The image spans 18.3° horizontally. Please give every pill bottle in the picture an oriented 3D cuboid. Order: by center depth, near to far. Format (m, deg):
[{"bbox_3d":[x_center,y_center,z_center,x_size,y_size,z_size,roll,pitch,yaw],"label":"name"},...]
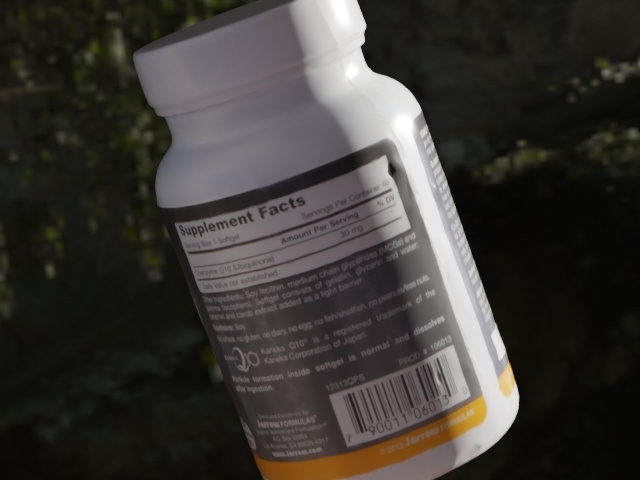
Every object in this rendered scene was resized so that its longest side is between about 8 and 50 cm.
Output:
[{"bbox_3d":[0.000,0.000,1.152,0.162,0.162,0.278,-6,-73,54],"label":"pill bottle"}]
